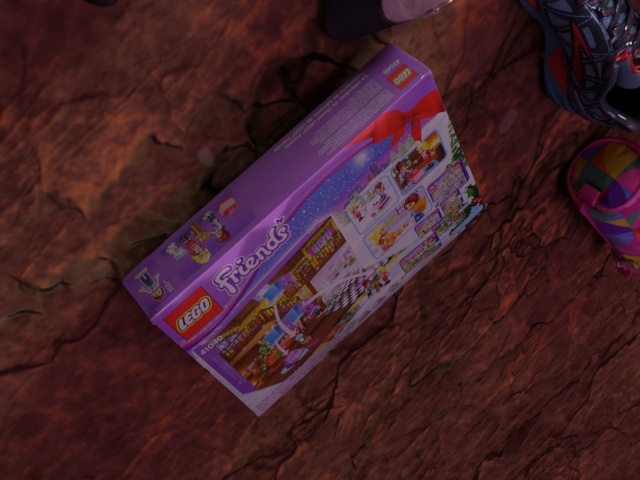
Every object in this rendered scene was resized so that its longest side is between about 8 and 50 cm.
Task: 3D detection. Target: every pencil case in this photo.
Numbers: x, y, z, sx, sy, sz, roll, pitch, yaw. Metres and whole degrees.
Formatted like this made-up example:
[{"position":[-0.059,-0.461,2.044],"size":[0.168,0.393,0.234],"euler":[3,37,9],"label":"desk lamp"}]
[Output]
[{"position":[0.370,-0.032,1.107],"size":[0.104,0.104,0.236],"euler":[-48,140,3],"label":"pencil case"}]

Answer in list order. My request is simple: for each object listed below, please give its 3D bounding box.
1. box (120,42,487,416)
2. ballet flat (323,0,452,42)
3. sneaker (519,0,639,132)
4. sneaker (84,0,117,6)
[{"position":[0.000,0.000,0.795],"size":[0.293,0.057,0.201],"euler":[-42,142,-6],"label":"box"},{"position":[0.089,-0.220,0.703],"size":[0.203,0.074,0.074],"euler":[-44,142,0],"label":"ballet flat"},{"position":[0.263,-0.197,0.836],"size":[0.104,0.125,0.262],"euler":[-43,142,-4],"label":"sneaker"},{"position":[-0.102,-0.276,0.475],"size":[0.129,0.111,0.297],"euler":[-35,148,-38],"label":"sneaker"}]
